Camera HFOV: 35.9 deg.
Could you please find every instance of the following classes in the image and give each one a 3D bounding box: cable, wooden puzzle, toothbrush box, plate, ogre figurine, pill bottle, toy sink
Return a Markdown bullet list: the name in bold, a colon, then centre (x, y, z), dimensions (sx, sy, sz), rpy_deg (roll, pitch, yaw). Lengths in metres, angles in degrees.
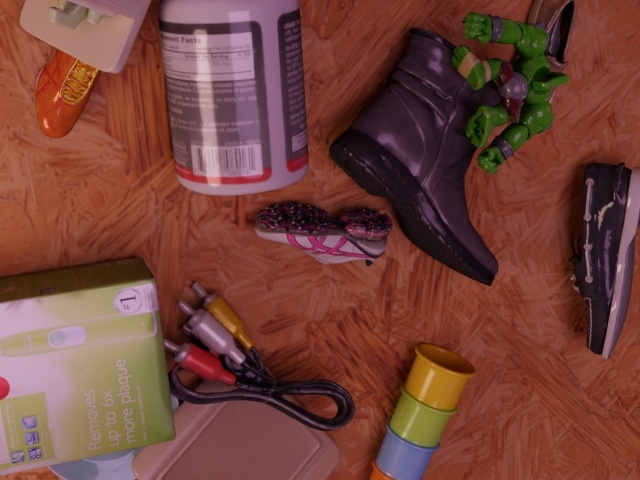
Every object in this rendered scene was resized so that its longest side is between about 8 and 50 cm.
- **cable**: centre (-0.081, 0.181, 1.280), dimensions (0.287, 0.072, 0.139), rpy_deg (33, 55, -10)
- **wooden puzzle**: centre (-0.111, 0.298, 1.353), dimensions (0.221, 0.044, 0.239), rpy_deg (-48, 114, -17)
- **toothbrush box**: centre (-0.328, 0.149, 1.168), dimensions (0.283, 0.122, 0.206), rpy_deg (-8, 104, -15)
- **plate**: centre (-0.278, 0.235, 1.291), dimensions (0.188, 0.024, 0.188), rpy_deg (-7, 109, -20)
- **ogre figurine**: centre (0.239, -0.191, 1.240), dimensions (0.118, 0.097, 0.197), rpy_deg (-17, 92, -21)
- **pill bottle**: centre (-0.100, -0.207, 1.134), dimensions (0.161, 0.161, 0.283), rpy_deg (-10, 111, -19)
- **toy sink**: centre (-0.256, -0.312, 1.012), dimensions (0.131, 0.152, 0.234), rpy_deg (3, 115, -64)

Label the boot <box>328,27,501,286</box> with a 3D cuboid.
- **boot**: centre (0.185, -0.104, 1.320), dimensions (0.223, 0.118, 0.338), rpy_deg (-53, 127, -10)

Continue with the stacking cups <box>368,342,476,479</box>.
- **stacking cups**: centre (0.125, 0.309, 1.455), dimensions (0.096, 0.096, 0.316), rpy_deg (14, 107, -26)

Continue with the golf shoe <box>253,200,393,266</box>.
- **golf shoe**: centre (0.000, 0.000, 1.298), dimensions (0.186, 0.067, 0.086), rpy_deg (6, 125, -16)

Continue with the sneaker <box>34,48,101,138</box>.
- **sneaker**: centre (-0.277, -0.196, 1.119), dimensions (0.064, 0.067, 0.175), rpy_deg (19, 101, -28)

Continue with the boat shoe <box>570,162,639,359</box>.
- **boat shoe**: centre (0.419, 0.029, 1.470), dimensions (0.114, 0.091, 0.303), rpy_deg (-28, 126, -62)

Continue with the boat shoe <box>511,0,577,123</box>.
- **boat shoe**: centre (0.303, -0.240, 1.337), dimensions (0.068, 0.072, 0.190), rpy_deg (0, 108, -22)
